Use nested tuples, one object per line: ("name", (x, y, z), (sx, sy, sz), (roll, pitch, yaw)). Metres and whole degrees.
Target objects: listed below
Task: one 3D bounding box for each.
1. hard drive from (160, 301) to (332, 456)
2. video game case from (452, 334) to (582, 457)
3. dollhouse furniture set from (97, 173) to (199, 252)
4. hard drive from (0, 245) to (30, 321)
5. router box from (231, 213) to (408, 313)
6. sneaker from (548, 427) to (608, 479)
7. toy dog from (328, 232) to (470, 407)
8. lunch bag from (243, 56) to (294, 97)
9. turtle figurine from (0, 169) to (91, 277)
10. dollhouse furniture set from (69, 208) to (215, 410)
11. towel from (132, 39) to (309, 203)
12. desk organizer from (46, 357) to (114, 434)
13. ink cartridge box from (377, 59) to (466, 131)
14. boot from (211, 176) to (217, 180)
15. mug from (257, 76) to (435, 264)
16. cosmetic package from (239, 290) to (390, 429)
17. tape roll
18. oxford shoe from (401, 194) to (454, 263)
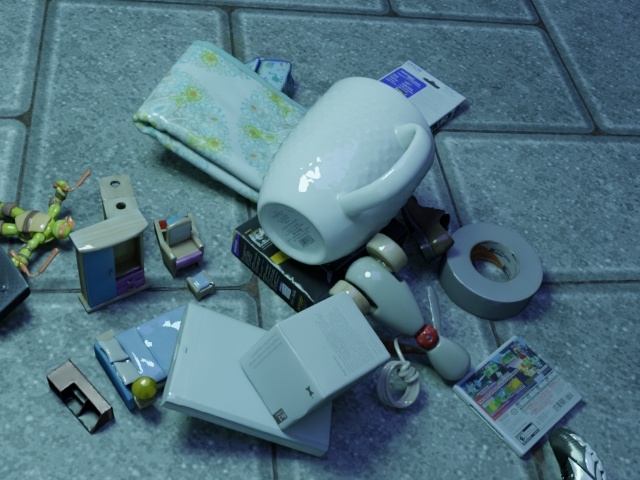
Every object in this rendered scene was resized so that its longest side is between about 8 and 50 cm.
("hard drive", (-0.120, 0.252, 1.386), (0.307, 0.040, 0.203), (23, 47, -19))
("video game case", (0.394, 0.306, 1.528), (0.201, 0.023, 0.183), (-31, 63, -30))
("dollhouse furniture set", (-0.358, -0.057, 1.598), (0.183, 0.129, 0.129), (-11, 54, -19))
("hard drive", (-0.673, 0.064, 1.444), (0.254, 0.054, 0.172), (42, 79, 20))
("router box", (0.000, 0.000, 1.658), (0.243, 0.081, 0.308), (41, 55, 21))
("sneaker", (0.473, 0.452, 1.387), (0.106, 0.078, 0.234), (-13, 57, -24))
("toy dog", (0.144, 0.143, 1.511), (0.220, 0.161, 0.334), (-26, 102, -13))
("lunch bag", (-0.156, -0.398, 1.952), (0.151, 0.096, 0.129), (6, 51, 13))
("turtle figurine", (-0.592, -0.044, 1.566), (0.217, 0.087, 0.270), (11, 60, 8))
("dollhouse furniture set", (-0.289, 0.113, 1.428), (0.286, 0.198, 0.303), (-24, 60, -28))
("towel", (-0.199, -0.275, 1.762), (0.374, 0.090, 0.321), (32, 44, -9))
("desk organizer", (-0.428, 0.278, 1.362), (0.130, 0.047, 0.050), (40, 57, 21))
("ink cartridge box", (0.250, -0.378, 2.045), (0.206, 0.045, 0.208), (39, 56, 20))
("boot", (-0.246, -0.216, 1.805), (0.086, 0.069, 0.190), (-13, 58, -36))
("mug", (0.063, -0.127, 1.494), (0.276, 0.374, 0.328), (52, 57, -20))
("cosmetic package", (-0.010, 0.211, 1.355), (0.183, 0.151, 0.151), (-21, 71, -44))
("tape roll", (0.374, 0.066, 1.689), (0.219, 0.072, 0.219), (6, 49, -7))
("oxford shoe", (0.242, -0.039, 1.712), (0.096, 0.083, 0.227), (-28, 39, 5))
